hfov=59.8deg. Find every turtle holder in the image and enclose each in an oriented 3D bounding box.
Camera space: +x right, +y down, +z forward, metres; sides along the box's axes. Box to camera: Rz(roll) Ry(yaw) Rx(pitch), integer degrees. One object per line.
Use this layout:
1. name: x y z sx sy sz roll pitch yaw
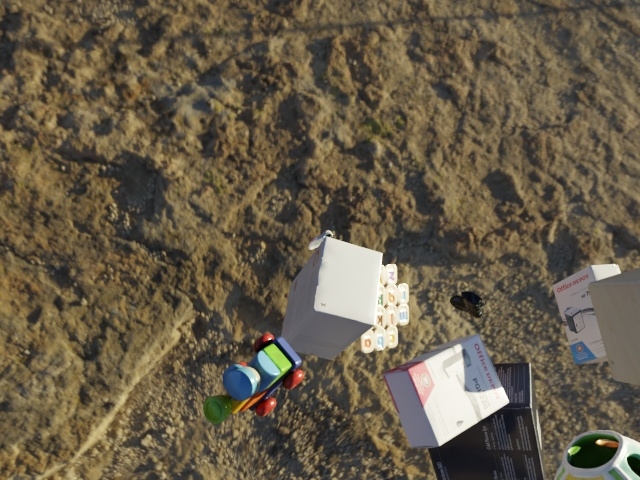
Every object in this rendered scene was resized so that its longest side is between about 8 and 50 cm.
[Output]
1. turtle holder: 0.559 0.529 1.098 0.320 0.243 0.227 -27 95 -18

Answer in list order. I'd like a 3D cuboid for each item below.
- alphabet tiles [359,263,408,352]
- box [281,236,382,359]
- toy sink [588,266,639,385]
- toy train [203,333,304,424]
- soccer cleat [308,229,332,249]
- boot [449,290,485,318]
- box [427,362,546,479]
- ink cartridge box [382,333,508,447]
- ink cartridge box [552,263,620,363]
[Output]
1. alphabet tiles: 0.187 0.218 1.815 0.284 0.021 0.278 -1 90 -41
2. box: 0.021 0.174 1.553 0.168 0.345 0.215 16 61 -12
3. toy sink: 0.538 0.105 0.807 0.234 0.131 0.152 -15 89 -15
4. toy train: -0.153 0.281 0.978 0.105 0.248 0.143 48 25 14
5. soccer cleat: 0.000 0.000 1.651 0.083 0.029 0.035 -36 30 -12
6. boot: 0.445 0.185 1.699 0.121 0.099 0.045 31 73 35
7. box: 0.474 0.542 1.629 0.313 0.343 0.179 -7 29 22
8. ink cartridge box: 0.258 0.303 1.136 0.218 0.092 0.158 -16 80 -35
9. ink cartridge box: 0.611 0.165 1.233 0.082 0.139 0.190 -2 66 -17
